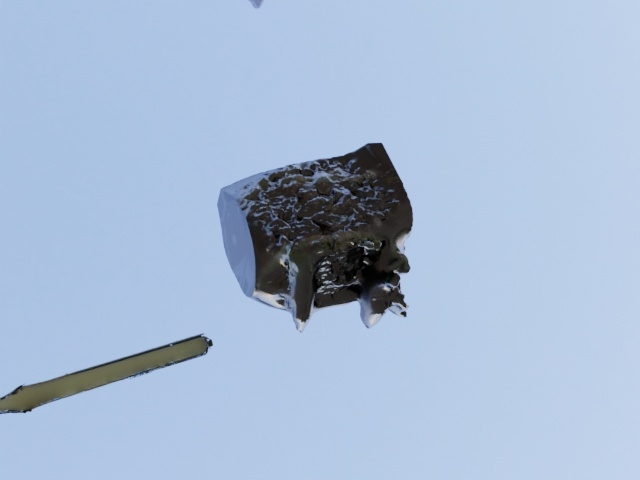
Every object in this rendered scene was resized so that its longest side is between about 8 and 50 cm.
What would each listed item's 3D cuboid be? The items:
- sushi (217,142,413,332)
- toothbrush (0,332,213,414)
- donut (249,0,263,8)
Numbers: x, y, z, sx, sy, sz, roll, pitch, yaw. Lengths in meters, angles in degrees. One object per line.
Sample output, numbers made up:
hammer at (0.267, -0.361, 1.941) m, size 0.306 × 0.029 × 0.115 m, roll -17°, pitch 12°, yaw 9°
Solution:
sushi at (0.000, 0.000, 0.622) m, size 0.083 × 0.085 × 0.056 m, roll -2°, pitch -45°, yaw -22°
toothbrush at (-0.239, 0.134, 1.145) m, size 0.294 × 0.028 × 0.026 m, roll -16°, pitch -85°, yaw 1°
donut at (-0.055, -0.277, 0.970) m, size 0.085 × 0.217 × 0.141 m, roll 19°, pitch -140°, yaw -5°
